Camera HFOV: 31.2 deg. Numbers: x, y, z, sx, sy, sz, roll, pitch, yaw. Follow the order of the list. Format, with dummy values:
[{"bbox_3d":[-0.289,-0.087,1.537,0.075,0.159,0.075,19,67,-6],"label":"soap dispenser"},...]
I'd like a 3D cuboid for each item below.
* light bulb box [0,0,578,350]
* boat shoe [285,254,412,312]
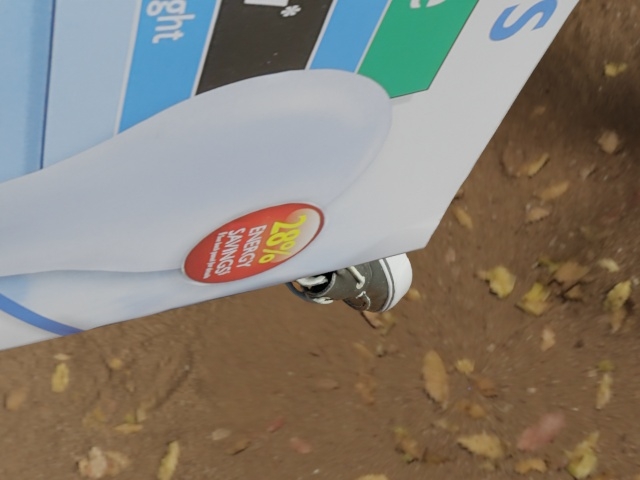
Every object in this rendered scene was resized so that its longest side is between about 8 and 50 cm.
[{"bbox_3d":[-0.100,-0.132,0.421,0.360,0.358,0.225,-13,66,-21],"label":"light bulb box"},{"bbox_3d":[0.000,0.000,0.735,0.077,0.219,0.070,29,72,28],"label":"boat shoe"}]
